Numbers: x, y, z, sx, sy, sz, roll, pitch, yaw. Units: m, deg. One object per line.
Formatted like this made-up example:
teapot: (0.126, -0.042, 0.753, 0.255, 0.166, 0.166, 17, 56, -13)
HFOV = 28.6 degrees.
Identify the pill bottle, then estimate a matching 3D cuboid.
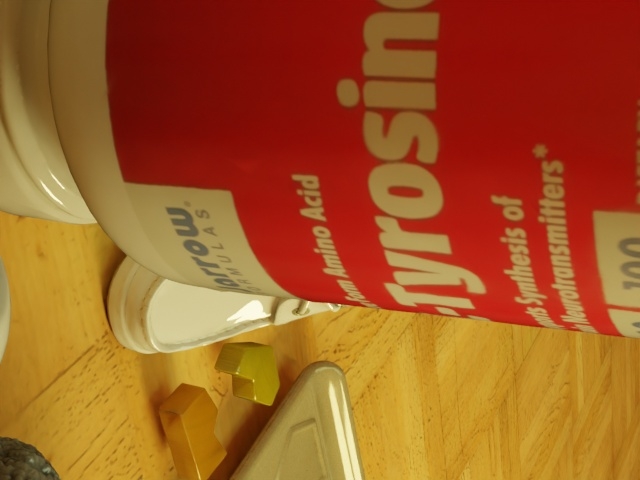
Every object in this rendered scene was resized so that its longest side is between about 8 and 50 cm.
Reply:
pill bottle: (0.030, -0.082, 0.578, 0.229, 0.408, 0.229, -20, 113, -62)

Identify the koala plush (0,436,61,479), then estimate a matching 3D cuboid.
koala plush: (-0.105, 0.240, 0.643, 0.203, 0.196, 0.221, -64, 151, -14)

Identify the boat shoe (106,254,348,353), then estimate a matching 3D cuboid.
boat shoe: (0.000, 0.000, 0.792, 0.277, 0.096, 0.098, -29, 131, -27)

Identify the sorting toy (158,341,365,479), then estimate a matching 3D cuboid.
sorting toy: (-0.044, 0.194, 0.923, 0.229, 0.041, 0.307, -49, 137, -45)

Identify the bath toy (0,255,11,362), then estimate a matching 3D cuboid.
bath toy: (-0.239, 0.055, 0.372, 0.151, 0.129, 0.348, 58, 27, -2)
